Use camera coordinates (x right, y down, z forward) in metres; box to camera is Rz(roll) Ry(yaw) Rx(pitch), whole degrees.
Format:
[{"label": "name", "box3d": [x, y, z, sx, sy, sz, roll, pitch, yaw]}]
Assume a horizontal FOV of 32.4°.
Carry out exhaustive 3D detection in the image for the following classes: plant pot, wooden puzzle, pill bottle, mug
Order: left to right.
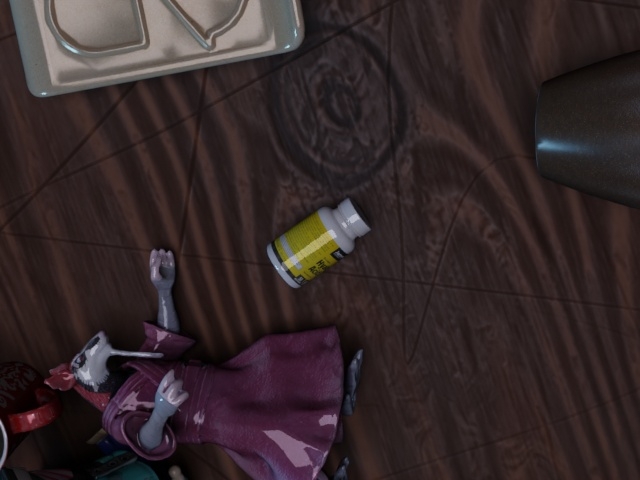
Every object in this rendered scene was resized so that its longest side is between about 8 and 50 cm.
[{"label": "mug", "box3d": [-0.382, 0.218, 1.328, 0.150, 0.169, 0.113, 14, 100, 3]}, {"label": "wooden puzzle", "box3d": [-0.203, -0.350, 1.265, 0.348, 0.080, 0.322, -8, 98, 12]}, {"label": "pill bottle", "box3d": [0.000, 0.000, 1.302, 0.116, 0.065, 0.065, -35, 94, 11]}, {"label": "plant pot", "box3d": [0.354, -0.119, 1.186, 0.231, 0.215, 0.215, 1, 100, 20]}]

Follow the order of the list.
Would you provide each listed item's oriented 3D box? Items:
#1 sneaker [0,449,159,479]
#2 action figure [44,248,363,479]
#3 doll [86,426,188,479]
[{"label": "sneaker", "box3d": [-0.258, 0.299, 1.212, 0.179, 0.295, 0.123, -3, 83, -18]}, {"label": "action figure", "box3d": [-0.141, 0.190, 1.316, 0.370, 0.248, 0.275, 6, 127, 5]}, {"label": "doll", "box3d": [-0.205, 0.299, 1.370, 0.189, 0.046, 0.129, 48, 136, -2]}]
